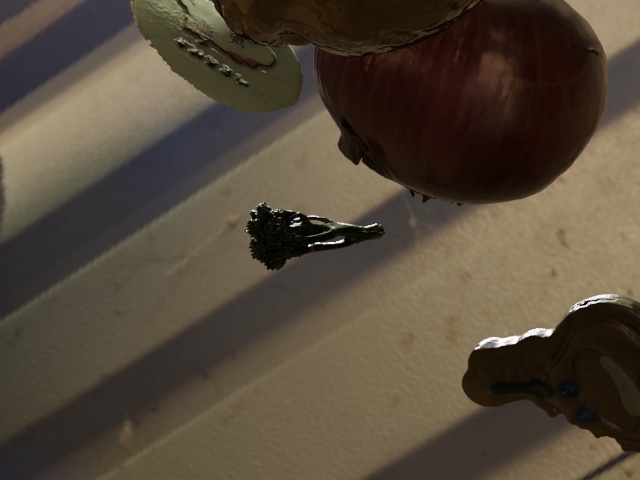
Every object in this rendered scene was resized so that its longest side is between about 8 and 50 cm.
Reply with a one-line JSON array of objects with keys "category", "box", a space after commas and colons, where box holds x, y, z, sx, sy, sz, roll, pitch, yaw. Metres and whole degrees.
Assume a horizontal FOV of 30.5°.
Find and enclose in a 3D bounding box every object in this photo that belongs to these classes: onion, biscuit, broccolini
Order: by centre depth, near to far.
[{"category": "biscuit", "box": [0.300, 0.142, 1.240, 0.319, 0.183, 0.047, 1, -156, 26]}, {"category": "onion", "box": [0.159, -0.184, 1.347, 0.353, 0.353, 0.354, -15, -122, 26]}, {"category": "broccolini", "box": [-0.007, -0.007, 1.423, 0.058, 0.201, 0.074, 35, -65, 38]}]

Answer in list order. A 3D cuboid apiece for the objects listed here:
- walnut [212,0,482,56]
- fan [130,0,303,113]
[{"category": "walnut", "box": [0.021, -0.290, 0.892, 0.306, 0.306, 0.344, 5, -142, 35]}, {"category": "fan", "box": [-0.086, -0.237, 1.180, 0.009, 0.190, 0.329, -50, -164, 36]}]
